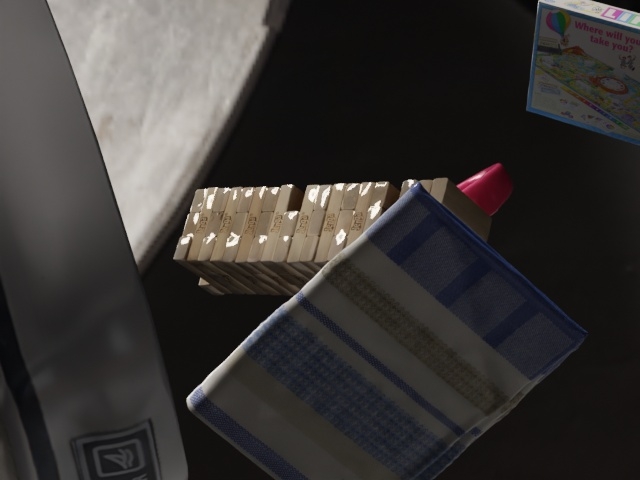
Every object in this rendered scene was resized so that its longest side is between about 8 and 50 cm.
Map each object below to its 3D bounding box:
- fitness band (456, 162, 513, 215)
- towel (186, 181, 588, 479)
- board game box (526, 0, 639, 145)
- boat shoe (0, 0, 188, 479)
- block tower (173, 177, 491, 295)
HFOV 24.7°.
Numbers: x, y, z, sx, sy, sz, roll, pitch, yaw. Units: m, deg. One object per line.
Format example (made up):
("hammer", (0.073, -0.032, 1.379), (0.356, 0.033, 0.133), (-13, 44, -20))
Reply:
("fitness band", (0.102, 0.001, 1.708), (0.054, 0.291, 0.209), (58, 31, 1))
("towel", (0.052, 0.106, 1.202), (0.209, 0.285, 0.034), (39, 21, -17))
("board game box", (0.246, -0.133, 1.183), (0.154, 0.103, 0.026), (21, 40, 25))
("boat shoe", (-0.165, -0.071, 0.398), (0.156, 0.136, 0.367), (-17, 66, -13))
("block tower", (0.000, 0.000, 1.491), (0.335, 0.097, 0.091), (-2, 63, 38))
